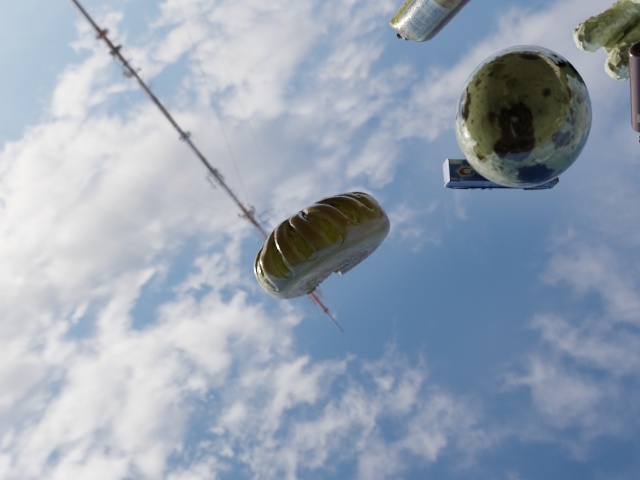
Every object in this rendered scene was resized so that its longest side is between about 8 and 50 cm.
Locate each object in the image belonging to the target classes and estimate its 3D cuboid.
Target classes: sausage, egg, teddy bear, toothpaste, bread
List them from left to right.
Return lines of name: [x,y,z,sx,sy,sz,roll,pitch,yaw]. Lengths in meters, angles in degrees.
bread: [0.000,0.000,1.470,0.333,0.333,0.160,-34,-103,3]
sausage: [0.256,-0.542,1.497,0.125,0.117,0.317,-16,177,-17]
toothpaste: [0.441,-0.163,1.580,0.272,0.053,0.066,0,-107,-3]
egg: [0.443,-0.277,1.414,0.288,0.287,0.379,-3,-144,30]
teddy bear: [0.836,-0.657,1.646,0.375,0.362,0.327,-42,-113,14]

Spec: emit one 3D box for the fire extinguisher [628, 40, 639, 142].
fire extinguisher: [0.427,-0.192,0.845,0.035,0.173,0.049,5,-122,30]
